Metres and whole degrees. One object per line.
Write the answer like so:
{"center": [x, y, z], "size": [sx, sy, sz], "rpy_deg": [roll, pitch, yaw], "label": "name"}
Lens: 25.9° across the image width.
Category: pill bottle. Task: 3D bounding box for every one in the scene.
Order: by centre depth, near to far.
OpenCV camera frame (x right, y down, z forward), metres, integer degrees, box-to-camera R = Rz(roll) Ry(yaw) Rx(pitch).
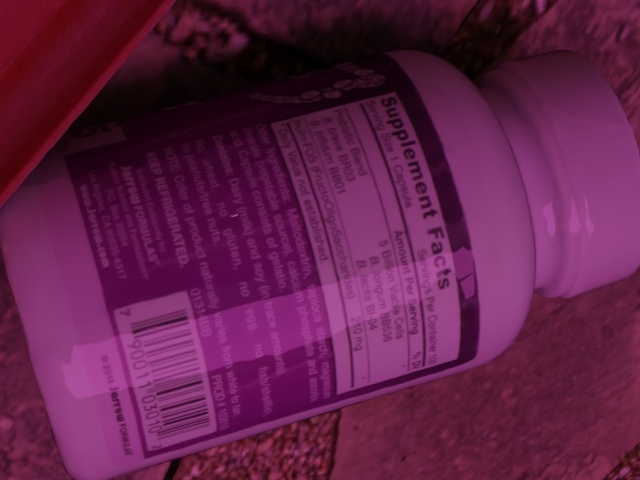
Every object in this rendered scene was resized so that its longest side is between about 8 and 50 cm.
{"center": [0.000, 0.000, 0.694], "size": [0.302, 0.169, 0.169], "rpy_deg": [-16, 136, -11], "label": "pill bottle"}

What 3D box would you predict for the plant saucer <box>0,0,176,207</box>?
{"center": [-0.199, -0.102, 0.526], "size": [0.259, 0.048, 0.258], "rpy_deg": [-52, 138, -11], "label": "plant saucer"}
